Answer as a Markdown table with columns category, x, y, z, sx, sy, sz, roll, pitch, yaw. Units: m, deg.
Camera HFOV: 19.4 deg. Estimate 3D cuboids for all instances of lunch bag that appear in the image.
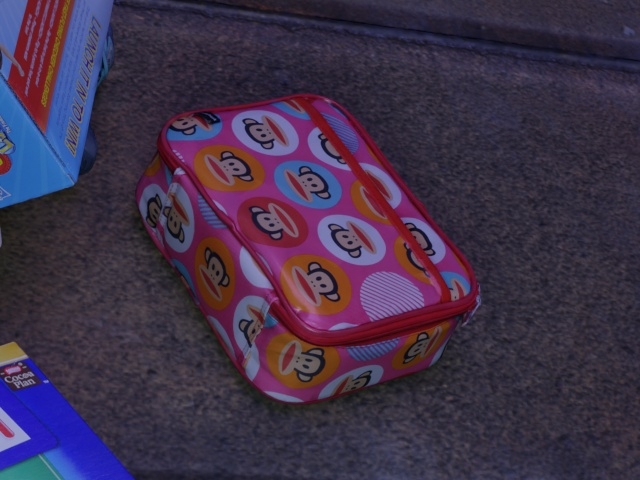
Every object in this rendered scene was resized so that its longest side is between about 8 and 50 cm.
| category | x | y | z | sx | sy | sz | roll | pitch | yaw |
| --- | --- | --- | --- | --- | --- | --- | --- | --- | --- |
| lunch bag | 0.000 | 0.000 | 1.693 | 0.258 | 0.120 | 0.293 | -12 | 53 | -38 |

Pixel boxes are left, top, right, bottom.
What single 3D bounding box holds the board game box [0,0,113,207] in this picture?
| category | x | y | z | sx | sy | sz | roll | pitch | yaw |
| --- | --- | --- | --- | --- | --- | --- | --- | --- | --- |
| board game box | -0.286 | -0.237 | 1.517 | 0.086 | 0.302 | 0.308 | -16 | 40 | 18 |

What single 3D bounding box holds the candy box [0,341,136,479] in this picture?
| category | x | y | z | sx | sy | sz | roll | pitch | yaw |
| --- | --- | --- | --- | --- | --- | --- | --- | --- | --- |
| candy box | -0.235 | 0.235 | 1.239 | 0.268 | 0.122 | 0.317 | -18 | 49 | -39 |

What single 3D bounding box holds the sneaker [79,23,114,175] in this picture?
| category | x | y | z | sx | sy | sz | roll | pitch | yaw |
| --- | --- | --- | --- | --- | --- | --- | --- | --- | --- |
| sneaker | -0.243 | -0.172 | 1.769 | 0.122 | 0.110 | 0.283 | -1 | 46 | -29 |
